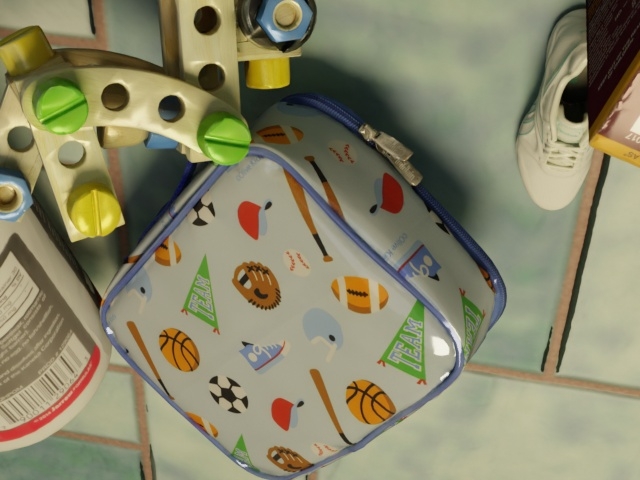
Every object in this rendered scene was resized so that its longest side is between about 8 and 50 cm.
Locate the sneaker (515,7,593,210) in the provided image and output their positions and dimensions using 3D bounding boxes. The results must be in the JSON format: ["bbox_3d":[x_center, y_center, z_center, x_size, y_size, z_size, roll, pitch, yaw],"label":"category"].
[{"bbox_3d":[0.164,-0.077,0.735,0.053,0.061,0.152,7,130,6],"label":"sneaker"}]

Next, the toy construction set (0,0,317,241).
[{"bbox_3d":[-0.110,-0.166,0.622,0.215,0.151,0.328,-9,124,-18],"label":"toy construction set"}]

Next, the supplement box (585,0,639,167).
[{"bbox_3d":[0.214,-0.112,0.612,0.104,0.188,0.081,23,128,-4],"label":"supplement box"}]

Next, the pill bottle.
[{"bbox_3d":[-0.280,0.015,0.782,0.176,0.176,0.318,2,148,12],"label":"pill bottle"}]

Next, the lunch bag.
[{"bbox_3d":[-0.024,0.038,0.805,0.243,0.115,0.303,45,133,-2],"label":"lunch bag"}]
